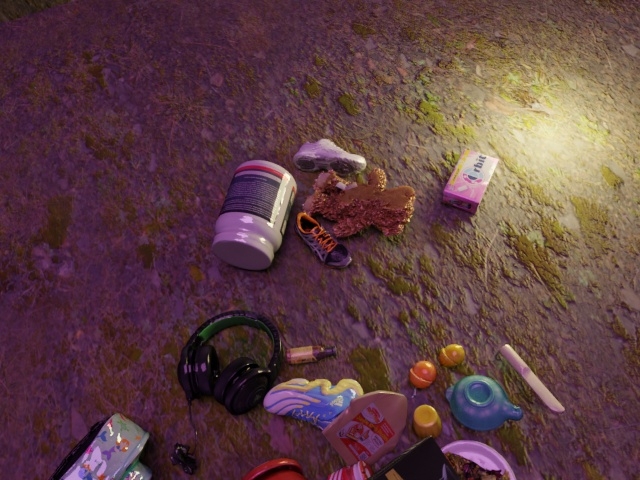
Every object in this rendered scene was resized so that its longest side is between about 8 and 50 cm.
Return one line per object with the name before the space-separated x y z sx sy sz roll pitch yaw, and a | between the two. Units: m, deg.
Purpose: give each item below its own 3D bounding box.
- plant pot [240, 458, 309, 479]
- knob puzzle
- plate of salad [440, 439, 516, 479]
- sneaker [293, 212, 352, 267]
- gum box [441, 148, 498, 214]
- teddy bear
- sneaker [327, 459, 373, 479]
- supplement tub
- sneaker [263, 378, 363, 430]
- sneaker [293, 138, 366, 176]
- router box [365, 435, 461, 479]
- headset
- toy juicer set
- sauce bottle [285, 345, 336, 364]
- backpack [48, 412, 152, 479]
plant pot | -0.079 0.565 0.998 0.191 0.191 0.174 -30 41 -12
knob puzzle | 0.115 0.413 1.098 0.213 0.213 0.030 -32 25 -13
plate of salad | 0.333 0.541 1.062 0.200 0.048 0.199 -2 59 4
sneaker | 0.000 0.000 1.388 0.215 0.083 0.084 37 68 21
gum box | 0.446 -0.175 1.460 0.107 0.062 0.188 23 64 17
teddy bear | 0.112 -0.108 1.441 0.338 0.113 0.245 0 52 14
sneaker | 0.078 0.603 1.048 0.128 0.087 0.221 -25 65 18
supplement tub | -0.186 -0.073 1.384 0.191 0.191 0.272 8 60 10
sneaker | -0.014 0.387 1.132 0.240 0.091 0.126 -9 23 -1
sneaker | 0.035 -0.277 1.545 0.232 0.090 0.115 11 58 10
router box | 0.209 0.589 0.949 0.243 0.081 0.308 -22 66 -27
headset | -0.242 0.356 1.196 0.244 0.185 0.394 12 46 18
toy juicer set | 0.368 0.346 1.157 0.329 0.089 0.209 -12 46 8
sauce bottle | -0.023 0.290 1.243 0.128 0.042 0.042 -8 59 3
backpack | -0.475 0.513 1.054 0.191 0.225 0.253 31 60 -3
